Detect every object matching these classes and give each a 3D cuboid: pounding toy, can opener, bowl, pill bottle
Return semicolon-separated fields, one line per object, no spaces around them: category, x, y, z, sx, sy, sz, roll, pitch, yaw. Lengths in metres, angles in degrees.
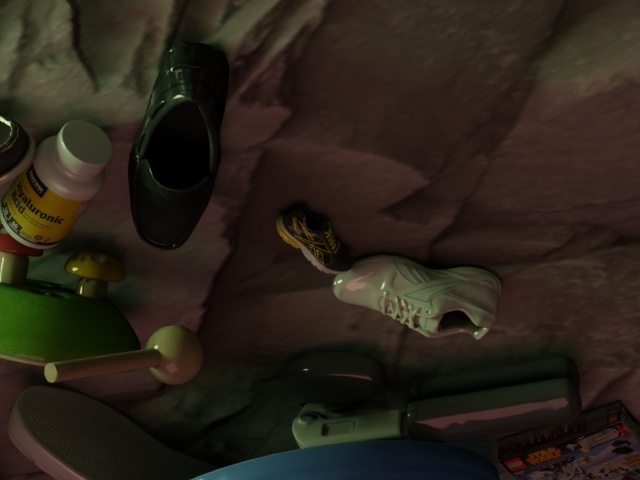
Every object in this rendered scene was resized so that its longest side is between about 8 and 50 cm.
pounding toy;-0.225;0.050;1.562;0.183;0.110;0.237;7;-175;-44
can opener;0.102;0.147;1.649;0.280;0.074;0.093;-6;121;10
bowl;-0.008;0.306;1.736;0.391;0.077;0.391;-9;153;-4
pill bottle;-0.222;-0.049;1.498;0.065;0.065;0.116;25;133;-18

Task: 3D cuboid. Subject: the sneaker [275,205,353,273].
sneaker;0.000;0.000;1.545;0.083;0.031;0.035;33;130;-25

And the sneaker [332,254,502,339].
sneaker;0.085;0.052;1.569;0.152;0.061;0.053;5;139;4

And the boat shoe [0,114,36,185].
boat shoe;-0.352;-0.082;1.468;0.228;0.081;0.068;-3;140;14

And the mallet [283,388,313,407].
mallet;0.023;0.204;1.759;0.190;0.039;0.062;38;125;-24

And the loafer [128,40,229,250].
loafer;-0.122;-0.065;1.458;0.076;0.078;0.223;12;137;-5

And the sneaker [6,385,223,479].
sneaker;-0.226;0.265;1.800;0.292;0.108;0.169;32;128;-26

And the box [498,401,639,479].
box;0.257;0.213;1.739;0.137;0.027;0.094;-22;131;27
